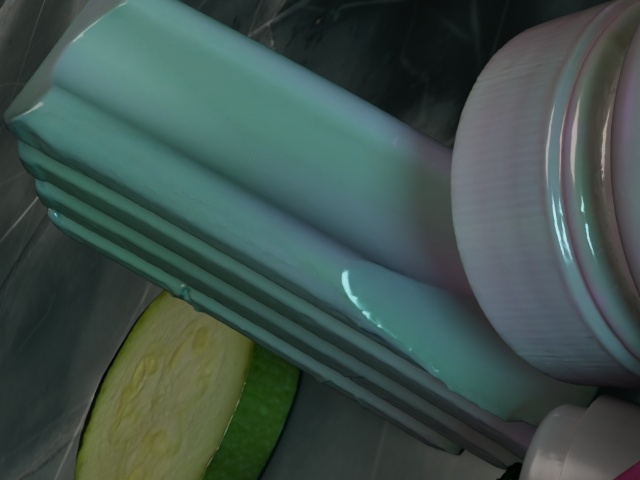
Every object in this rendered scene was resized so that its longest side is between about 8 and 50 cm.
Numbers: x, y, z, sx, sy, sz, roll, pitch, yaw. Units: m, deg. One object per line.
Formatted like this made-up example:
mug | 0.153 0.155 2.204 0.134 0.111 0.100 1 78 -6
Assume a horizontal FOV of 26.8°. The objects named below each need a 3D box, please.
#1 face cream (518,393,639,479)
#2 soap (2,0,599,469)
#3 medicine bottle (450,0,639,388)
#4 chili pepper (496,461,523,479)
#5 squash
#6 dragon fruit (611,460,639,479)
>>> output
face cream | 0.146 0.121 0.627 0.095 0.091 0.091 11 70 29
soap | 0.000 0.000 0.775 0.115 0.347 0.208 -58 -8 -16
medicine bottle | 0.243 -0.032 0.512 0.378 0.213 0.214 -9 56 53
chili pepper | 0.108 0.149 0.709 0.118 0.035 0.055 -151 54 -61
squash | -0.112 0.135 1.059 0.252 0.049 0.252 -38 36 35
dragon fruit | 0.176 0.199 0.448 0.290 0.189 0.291 -42 25 25
